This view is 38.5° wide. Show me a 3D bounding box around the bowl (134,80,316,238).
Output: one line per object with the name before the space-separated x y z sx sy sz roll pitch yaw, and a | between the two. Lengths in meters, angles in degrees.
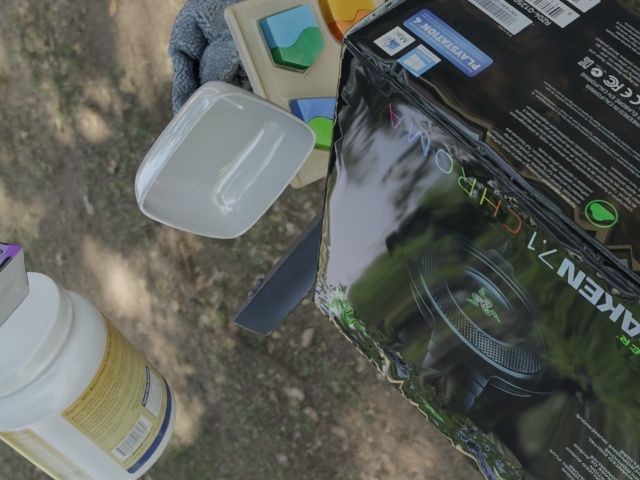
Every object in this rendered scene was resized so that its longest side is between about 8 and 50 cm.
bowl | -0.090 -0.075 0.816 0.142 0.142 0.053 -51 53 16

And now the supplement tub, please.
supplement tub | -0.383 0.215 1.367 0.228 0.228 0.316 24 155 40

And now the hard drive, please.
hard drive | 0.000 0.000 1.090 0.054 0.172 0.254 40 95 -3

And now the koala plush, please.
koala plush | -0.069 -0.238 1.207 0.221 0.196 0.203 18 129 35

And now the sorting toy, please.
sorting toy | 0.017 -0.177 0.951 0.038 0.208 0.193 -8 107 55

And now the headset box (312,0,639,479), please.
headset box | 0.125 0.023 0.516 0.246 0.131 0.283 45 156 20

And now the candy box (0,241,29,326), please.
candy box | -0.441 0.059 0.973 0.196 0.165 0.070 10 124 9
